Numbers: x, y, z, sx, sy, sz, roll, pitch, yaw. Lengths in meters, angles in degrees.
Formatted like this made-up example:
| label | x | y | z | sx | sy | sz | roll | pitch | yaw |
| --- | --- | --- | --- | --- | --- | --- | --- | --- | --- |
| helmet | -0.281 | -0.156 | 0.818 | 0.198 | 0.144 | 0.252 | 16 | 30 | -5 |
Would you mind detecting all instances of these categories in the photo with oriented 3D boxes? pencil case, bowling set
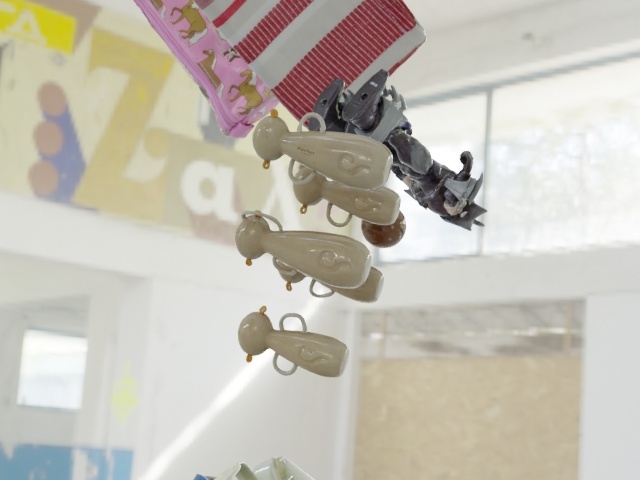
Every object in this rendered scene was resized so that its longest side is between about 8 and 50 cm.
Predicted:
| label | x | y | z | sx | sy | sz | roll | pitch | yaw |
| --- | --- | --- | --- | --- | --- | --- | --- | --- | --- |
| pencil case | -0.207 | -0.362 | 2.060 | 0.167 | 0.386 | 0.160 | -39 | 9 | -3 |
| bowling set | 0.000 | 0.000 | 1.358 | 0.154 | 0.287 | 0.200 | 16 | 11 | 16 |

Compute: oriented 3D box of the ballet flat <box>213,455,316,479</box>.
| label | x | y | z | sx | sy | sz | roll | pitch | yaw |
| --- | --- | --- | --- | --- | --- | --- | --- | --- | --- |
| ballet flat | -0.058 | 0.303 | 1.337 | 0.116 | 0.124 | 0.342 | -34 | -19 | 17 |

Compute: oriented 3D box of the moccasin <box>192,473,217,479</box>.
| label | x | y | z | sx | sy | sz | roll | pitch | yaw |
| --- | --- | --- | --- | --- | --- | --- | --- | --- | --- |
| moccasin | -0.089 | 0.443 | 1.694 | 0.117 | 0.137 | 0.342 | 22 | 20 | -33 |

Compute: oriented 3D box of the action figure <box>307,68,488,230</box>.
| label | x | y | z | sx | sy | sz | roll | pitch | yaw |
| --- | --- | --- | --- | --- | --- | --- | --- | --- | --- |
| action figure | 0.122 | -0.106 | 1.559 | 0.285 | 0.099 | 0.185 | 37 | -11 | -37 |

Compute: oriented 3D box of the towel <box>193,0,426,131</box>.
| label | x | y | z | sx | sy | sz | roll | pitch | yaw |
| --- | --- | --- | --- | --- | --- | --- | --- | --- | --- |
| towel | -0.019 | -0.332 | 1.727 | 0.329 | 0.237 | 0.037 | 48 | -6 | -24 |
